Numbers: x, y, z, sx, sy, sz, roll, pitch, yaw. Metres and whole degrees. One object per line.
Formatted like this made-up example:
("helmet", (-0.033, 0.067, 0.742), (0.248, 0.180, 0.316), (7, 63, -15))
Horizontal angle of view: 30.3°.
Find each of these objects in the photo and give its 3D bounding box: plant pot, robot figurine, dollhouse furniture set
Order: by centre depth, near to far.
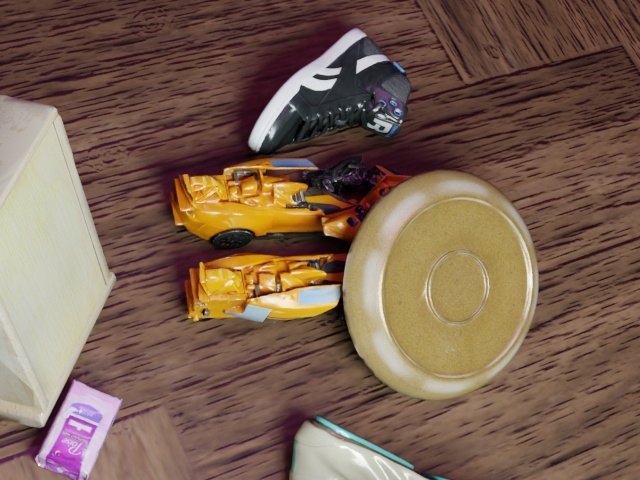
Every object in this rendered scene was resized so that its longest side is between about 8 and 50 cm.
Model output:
("dollhouse furniture set", (-0.414, -0.014, 1.045), (0.394, 0.256, 0.362), (12, 54, 12))
("plant pot", (0.132, 0.047, 1.188), (0.236, 0.032, 0.236), (-3, 96, -29))
("robot figurine", (0.000, 0.000, 1.213), (0.291, 0.085, 0.211), (-3, 64, -20))

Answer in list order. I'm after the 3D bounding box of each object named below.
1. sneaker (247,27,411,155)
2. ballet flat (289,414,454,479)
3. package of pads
("sneaker", (0.026, -0.143, 1.304), (0.121, 0.079, 0.217), (38, 56, 7))
("ballet flat", (0.084, 0.245, 1.116), (0.248, 0.086, 0.086), (23, 57, -3))
("package of pads", (-0.219, 0.173, 1.076), (0.050, 0.032, 0.083), (22, 57, -2))
